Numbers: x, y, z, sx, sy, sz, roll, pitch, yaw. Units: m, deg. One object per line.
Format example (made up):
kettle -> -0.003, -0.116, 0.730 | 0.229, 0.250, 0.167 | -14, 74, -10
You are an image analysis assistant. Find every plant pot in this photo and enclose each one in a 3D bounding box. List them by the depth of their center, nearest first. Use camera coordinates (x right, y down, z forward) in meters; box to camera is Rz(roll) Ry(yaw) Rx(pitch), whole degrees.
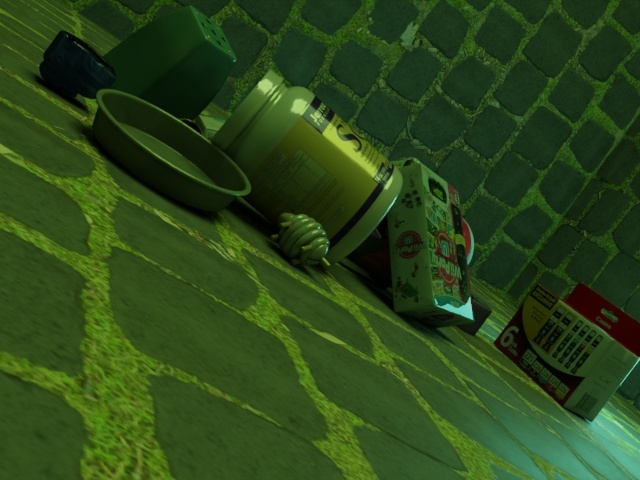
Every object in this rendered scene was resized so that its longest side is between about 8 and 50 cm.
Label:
plant pot -> -0.305, -0.357, 1.810 | 0.165, 0.234, 0.166 | 24, 34, -55

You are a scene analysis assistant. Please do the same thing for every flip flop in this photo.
flip flop -> -0.266, -0.193, 1.697 | 0.112, 0.080, 0.277 | 33, 8, -14

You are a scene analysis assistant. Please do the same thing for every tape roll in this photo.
tape roll -> 0.344, 0.157, 2.257 | 0.189, 0.080, 0.189 | 34, 6, -4

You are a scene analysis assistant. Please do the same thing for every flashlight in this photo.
flashlight -> 0.071, -0.027, 1.880 | 0.304, 0.103, 0.103 | 46, 5, -15

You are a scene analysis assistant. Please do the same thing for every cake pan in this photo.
cake pan -> -0.249, -0.143, 1.438 | 0.293, 0.054, 0.293 | 33, 14, -10

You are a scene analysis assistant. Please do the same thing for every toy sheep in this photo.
toy sheep -> -0.029, 0.002, 1.522 | 0.132, 0.091, 0.091 | 52, 12, 18

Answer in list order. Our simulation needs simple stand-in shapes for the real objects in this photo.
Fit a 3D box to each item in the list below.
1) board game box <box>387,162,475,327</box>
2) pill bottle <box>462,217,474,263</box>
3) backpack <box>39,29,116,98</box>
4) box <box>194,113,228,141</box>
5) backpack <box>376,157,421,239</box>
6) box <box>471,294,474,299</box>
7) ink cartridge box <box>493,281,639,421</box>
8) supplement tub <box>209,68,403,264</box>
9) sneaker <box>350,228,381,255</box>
board game box -> 0.230, 0.017, 1.856 | 0.097, 0.304, 0.224 | -12, -19, 28
pill bottle -> 0.268, -0.010, 2.403 | 0.229, 0.229, 0.407 | 38, 8, 23
backpack -> -0.433, -0.304, 1.566 | 0.120, 0.101, 0.098 | 36, 8, -29
box -> -0.160, -0.260, 2.282 | 0.321, 0.059, 0.232 | 10, 15, -17
backpack -> 0.146, -0.081, 2.112 | 0.191, 0.253, 0.225 | -50, 125, -54
box -> 0.265, 0.119, 2.089 | 0.156, 0.093, 0.158 | 38, 9, 24
ink cartridge box -> 0.637, 0.251, 2.220 | 0.130, 0.272, 0.309 | 31, 8, -33
supplement tub -> -0.035, -0.139, 1.668 | 0.331, 0.241, 0.241 | 40, 6, -10
sneaker -> 0.029, -0.030, 2.013 | 0.236, 0.095, 0.104 | 31, 13, 3
